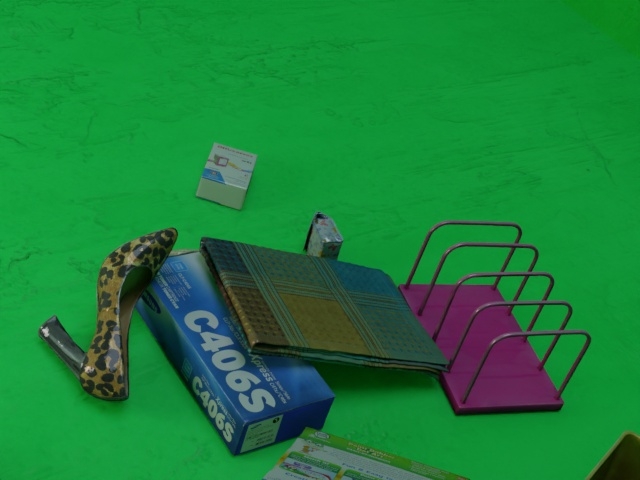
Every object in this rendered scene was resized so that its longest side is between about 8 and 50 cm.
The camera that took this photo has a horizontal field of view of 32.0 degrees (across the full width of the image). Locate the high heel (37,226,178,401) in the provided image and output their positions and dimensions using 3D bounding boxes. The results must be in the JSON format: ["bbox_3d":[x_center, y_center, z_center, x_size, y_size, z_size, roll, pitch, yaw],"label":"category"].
[{"bbox_3d":[-0.265,0.109,1.633,0.261,0.093,0.186,-44,59,-12],"label":"high heel"}]

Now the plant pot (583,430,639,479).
[{"bbox_3d":[0.429,0.430,1.527,0.212,0.187,0.212,36,40,21],"label":"plant pot"}]

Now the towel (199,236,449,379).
[{"bbox_3d":[0.004,0.109,1.788,0.370,0.040,0.271,11,31,-33],"label":"towel"}]

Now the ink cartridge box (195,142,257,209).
[{"bbox_3d":[-0.173,-0.121,2.067,0.088,0.052,0.122,17,35,-4],"label":"ink cartridge box"}]

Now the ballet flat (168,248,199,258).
[{"bbox_3d":[-0.267,0.042,1.829,0.168,0.057,0.052,-3,14,-33],"label":"ballet flat"}]

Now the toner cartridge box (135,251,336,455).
[{"bbox_3d":[-0.142,0.159,1.704,0.165,0.075,0.348,-10,46,-37],"label":"toner cartridge box"}]

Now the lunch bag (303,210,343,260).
[{"bbox_3d":[0.000,0.000,1.977,0.053,0.071,0.083,-3,44,-22],"label":"lunch bag"}]

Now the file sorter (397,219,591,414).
[{"bbox_3d":[0.290,0.119,1.864,0.202,0.182,0.290,1,40,-23],"label":"file sorter"}]

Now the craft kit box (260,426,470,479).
[{"bbox_3d":[0.060,0.339,1.475,0.250,0.061,0.246,16,13,12],"label":"craft kit box"}]
